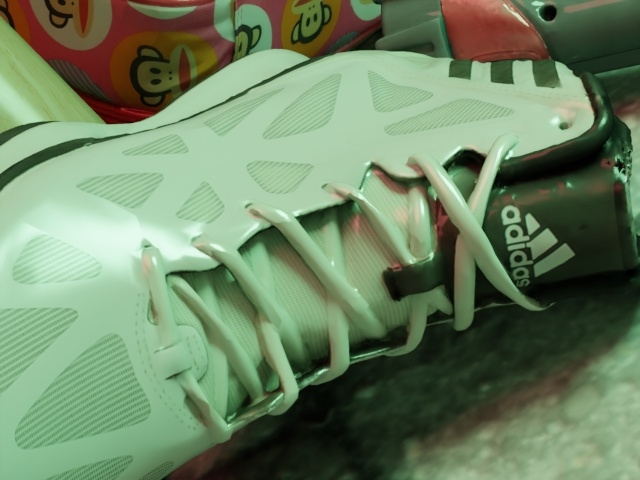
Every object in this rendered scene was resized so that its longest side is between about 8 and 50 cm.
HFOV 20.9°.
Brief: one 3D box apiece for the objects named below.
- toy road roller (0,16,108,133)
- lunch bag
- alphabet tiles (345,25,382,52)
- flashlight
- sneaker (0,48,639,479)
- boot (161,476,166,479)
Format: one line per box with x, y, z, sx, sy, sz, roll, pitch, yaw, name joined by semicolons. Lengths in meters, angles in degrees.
-0.224;-0.033;1.023;0.329;0.202;0.240;-42;3;39;toy road roller
-0.099;-0.195;1.129;0.258;0.120;0.293;26;41;29;lunch bag
-0.083;-0.189;1.261;0.342;0.011;0.285;-41;52;-14;alphabet tiles
0.183;-0.145;0.981;0.304;0.103;0.103;-12;8;26;flashlight
0.000;-0.001;0.802;0.258;0.169;0.447;-5;21;32;sneaker
-0.162;0.136;0.852;0.077;0.137;0.198;-13;37;29;boot
